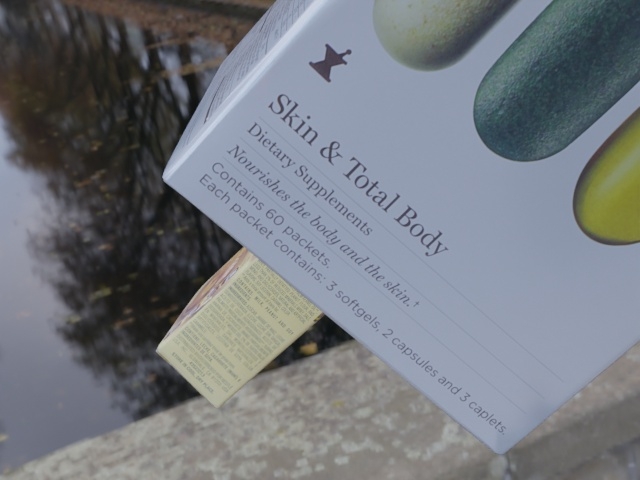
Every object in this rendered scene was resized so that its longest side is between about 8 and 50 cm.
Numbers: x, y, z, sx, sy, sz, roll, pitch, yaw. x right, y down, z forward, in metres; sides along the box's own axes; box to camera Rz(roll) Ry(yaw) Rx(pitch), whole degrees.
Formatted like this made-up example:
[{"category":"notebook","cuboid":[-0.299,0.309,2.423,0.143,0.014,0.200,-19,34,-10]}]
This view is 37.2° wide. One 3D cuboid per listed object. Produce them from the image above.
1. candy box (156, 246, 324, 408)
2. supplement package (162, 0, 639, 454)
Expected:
[{"category":"candy box","cuboid":[0.000,0.000,0.899,0.316,0.087,0.183,-43,7,15]},{"category":"supplement package","cuboid":[0.097,-0.089,0.445,0.263,0.199,0.198,-45,15,18]}]
